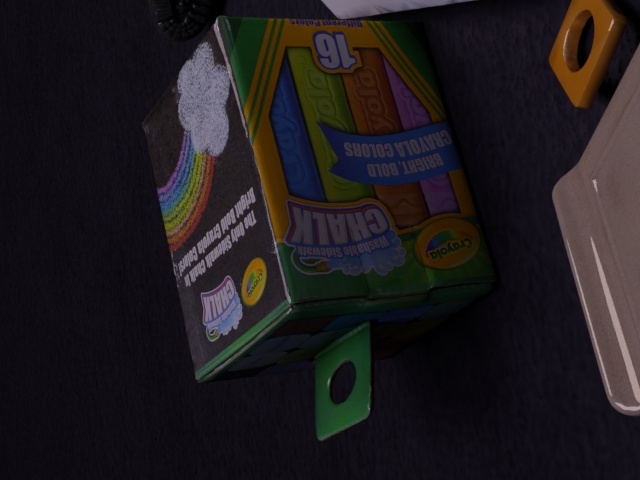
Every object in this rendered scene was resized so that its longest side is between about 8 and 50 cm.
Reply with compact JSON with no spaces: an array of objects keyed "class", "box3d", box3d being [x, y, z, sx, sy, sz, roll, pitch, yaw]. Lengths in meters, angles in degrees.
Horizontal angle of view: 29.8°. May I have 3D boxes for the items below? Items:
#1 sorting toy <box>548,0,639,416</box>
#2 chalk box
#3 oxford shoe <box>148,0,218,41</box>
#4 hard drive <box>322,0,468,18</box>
[{"class":"sorting toy","box3d":[0.198,-0.030,0.643,0.196,0.047,0.348,113,158,-46]},{"class":"chalk box","box3d":[0.000,0.000,0.909,0.180,0.179,0.289,-39,61,55]},{"class":"oxford shoe","box3d":[-0.137,-0.319,1.232,0.096,0.082,0.227,-127,42,-69]},{"class":"hard drive","box3d":[-0.035,-0.296,0.814,0.047,0.353,0.233,-53,26,-14]}]
